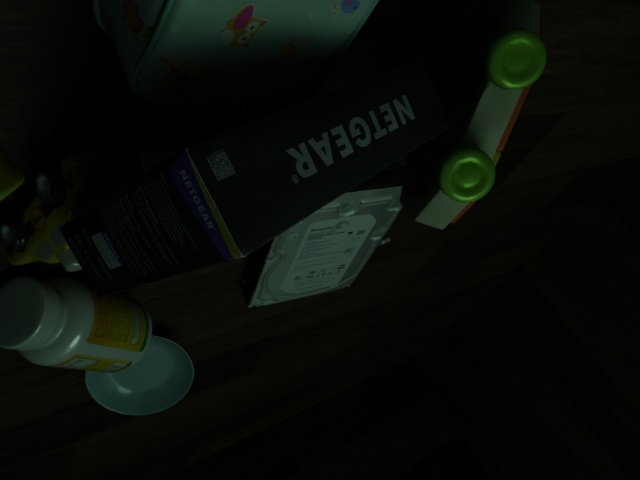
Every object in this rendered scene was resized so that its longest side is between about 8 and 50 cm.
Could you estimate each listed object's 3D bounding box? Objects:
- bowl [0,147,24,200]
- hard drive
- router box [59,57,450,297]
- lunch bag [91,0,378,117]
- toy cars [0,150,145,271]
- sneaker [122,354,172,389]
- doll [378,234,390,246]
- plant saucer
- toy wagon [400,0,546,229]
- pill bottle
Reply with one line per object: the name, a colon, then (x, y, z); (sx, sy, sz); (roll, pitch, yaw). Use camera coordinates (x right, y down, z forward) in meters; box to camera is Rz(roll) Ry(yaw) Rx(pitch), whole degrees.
bowl: (-0.359, -0.032, 0.297); (0.289, 0.289, 0.156); (-29, 115, -8)
hard drive: (0.000, 0.000, 0.920); (0.237, 0.064, 0.339); (-9, 148, -27)
router box: (-0.055, -0.064, 0.496); (0.243, 0.081, 0.309); (-15, -166, 45)
lunch bag: (-0.038, -0.227, 0.410); (0.224, 0.108, 0.279); (-13, 153, -49)
toy cars: (-0.347, 0.036, 0.529); (0.394, 0.087, 0.176); (-28, 171, -8)
sneaker: (-0.362, 0.272, 1.038); (0.188, 0.067, 0.078); (-38, 159, 18)
doll: (0.093, -0.006, 1.077); (0.129, 0.046, 0.189); (-4, 147, -27)
plant saucer: (-0.343, 0.249, 0.979); (0.195, 0.037, 0.195); (-6, 117, -13)
toy wagon: (0.182, -0.188, 0.610); (0.267, 0.068, 0.344); (-95, -155, -73)
pill bottle: (-0.337, 0.116, 0.703); (0.118, 0.117, 0.208); (-34, 157, 4)
